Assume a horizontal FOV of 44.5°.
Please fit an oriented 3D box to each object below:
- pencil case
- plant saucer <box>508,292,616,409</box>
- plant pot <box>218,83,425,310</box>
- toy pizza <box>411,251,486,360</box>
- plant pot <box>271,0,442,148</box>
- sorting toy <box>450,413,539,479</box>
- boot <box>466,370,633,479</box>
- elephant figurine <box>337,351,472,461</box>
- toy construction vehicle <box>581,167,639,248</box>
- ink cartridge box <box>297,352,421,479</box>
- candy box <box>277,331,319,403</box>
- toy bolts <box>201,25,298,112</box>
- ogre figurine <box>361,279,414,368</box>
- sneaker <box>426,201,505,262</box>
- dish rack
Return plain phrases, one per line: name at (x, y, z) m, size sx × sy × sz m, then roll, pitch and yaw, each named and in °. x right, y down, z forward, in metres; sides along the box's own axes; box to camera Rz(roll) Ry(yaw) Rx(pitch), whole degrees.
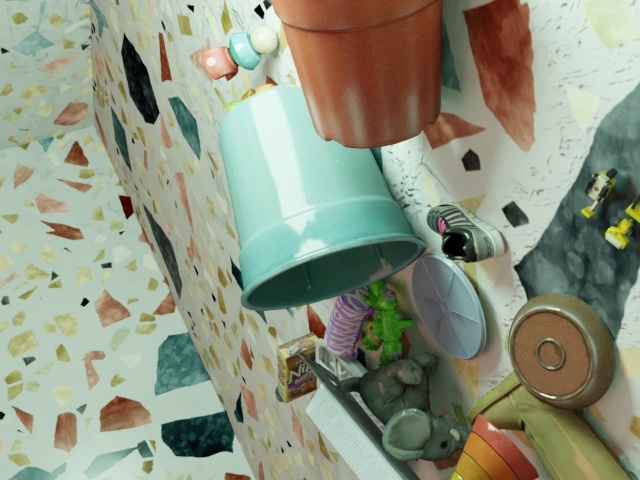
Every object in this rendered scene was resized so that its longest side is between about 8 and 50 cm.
pencil case at (0.064, 0.176, 1.706) m, size 0.088 × 0.086 × 0.206 m, roll 48°, pitch 149°, yaw 26°
plant saucer at (0.331, 0.159, 1.104) m, size 0.168 × 0.029 × 0.168 m, roll 8°, pitch 101°, yaw 45°
plant pot at (-0.024, -0.086, 1.428) m, size 0.341 × 0.341 × 0.334 m, roll 130°, pitch 125°, yaw -64°
toy pizza at (0.228, 0.112, 1.364) m, size 0.201 × 0.032 × 0.201 m, roll 47°, pitch 148°, yaw 41°
plant pot at (0.066, -0.296, 1.141) m, size 0.272 × 0.272 × 0.265 m, roll 43°, pitch 153°, yaw 47°
sorting toy at (0.280, 0.418, 1.217) m, size 0.127 × 0.126 × 0.365 m, roll 39°, pitch 165°, yaw 48°
boot at (0.353, 0.337, 1.202) m, size 0.269 × 0.089 × 0.236 m, roll 58°, pitch 154°, yaw 23°
elephant figurine at (0.180, 0.341, 1.453) m, size 0.186 × 0.169 × 0.239 m, roll -32°, pitch 70°, yaw 46°
toy construction vehicle at (0.365, -0.043, 0.949) m, size 0.086 × 0.035 × 0.098 m, roll 43°, pitch 149°, yaw 27°
ink cartridge box at (0.075, 0.385, 1.518) m, size 0.330 × 0.071 × 0.324 m, roll 47°, pitch 178°, yaw 24°
candy box at (-0.056, 0.337, 2.067) m, size 0.053 × 0.109 × 0.186 m, roll 48°, pitch 149°, yaw 42°
toy bolts at (-0.124, -0.350, 1.706) m, size 0.228 × 0.159 × 0.218 m, roll 63°, pitch -162°, yaw -7°
ogre figurine at (0.128, 0.161, 1.551) m, size 0.118 × 0.097 × 0.197 m, roll 177°, pitch 105°, yaw -79°
sneaker at (0.212, -0.010, 1.246) m, size 0.170 × 0.075 × 0.063 m, roll 38°, pitch 141°, yaw 52°
dish rack at (0.102, 0.398, 1.817) m, size 0.333 × 0.072 × 0.285 m, roll 44°, pitch 145°, yaw 46°
